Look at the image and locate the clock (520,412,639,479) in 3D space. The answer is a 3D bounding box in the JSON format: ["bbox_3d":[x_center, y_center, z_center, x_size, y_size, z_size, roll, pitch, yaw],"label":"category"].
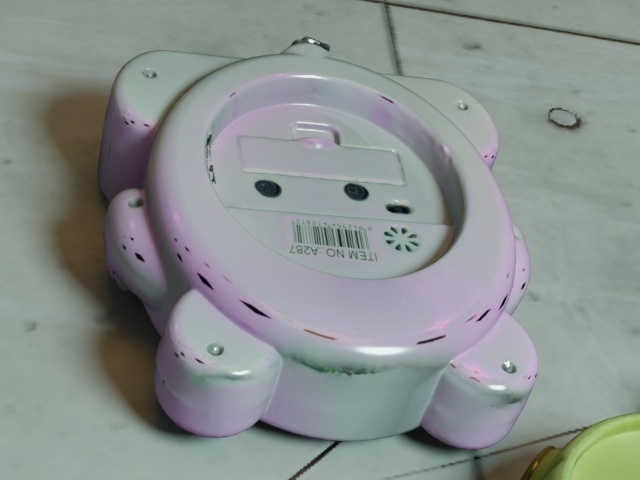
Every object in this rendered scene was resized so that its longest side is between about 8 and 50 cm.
[{"bbox_3d":[0.157,0.152,0.726,0.232,0.069,0.170,-7,45,-27],"label":"clock"}]

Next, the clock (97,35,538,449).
[{"bbox_3d":[0.000,0.000,0.839,0.227,0.090,0.248,4,42,-15],"label":"clock"}]
